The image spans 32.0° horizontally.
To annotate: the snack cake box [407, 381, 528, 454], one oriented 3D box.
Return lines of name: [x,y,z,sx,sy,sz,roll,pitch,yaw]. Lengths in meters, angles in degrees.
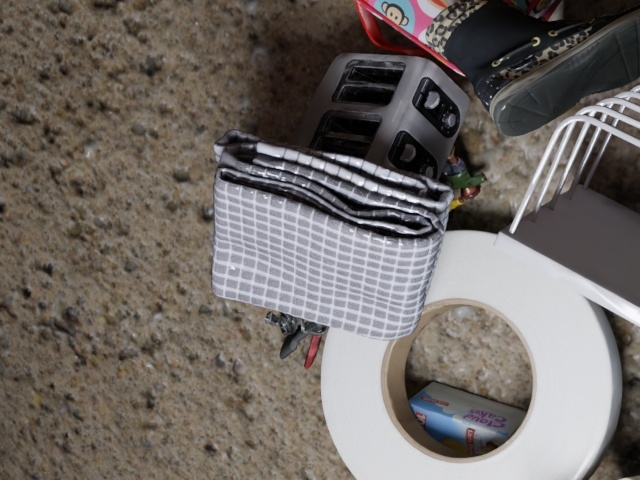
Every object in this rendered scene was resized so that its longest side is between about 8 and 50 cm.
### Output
snack cake box: [0.190,0.347,1.550,0.152,0.089,0.264,16,112,29]

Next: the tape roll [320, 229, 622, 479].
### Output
tape roll: [0.185,0.178,1.434,0.392,0.072,0.391,-2,85,26]

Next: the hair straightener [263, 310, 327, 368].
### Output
hair straightener: [-0.041,0.132,1.558,0.089,0.230,0.047,21,76,1]

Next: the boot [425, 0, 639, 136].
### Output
boot: [0.246,-0.225,1.201,0.178,0.236,0.085,54,170,41]

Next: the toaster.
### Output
toaster: [0.070,-0.139,1.395,0.186,0.110,0.168,12,70,40]

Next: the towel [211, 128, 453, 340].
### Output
towel: [0.000,0.000,1.334,0.284,0.121,0.235,16,147,7]

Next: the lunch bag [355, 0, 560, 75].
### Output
lunch bag: [0.145,-0.335,1.345,0.293,0.120,0.258,41,123,14]

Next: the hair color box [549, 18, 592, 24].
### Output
hair color box: [0.341,-0.224,1.274,0.167,0.093,0.053,6,107,30]

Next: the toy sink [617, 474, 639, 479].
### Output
toy sink: [0.349,0.355,1.273,0.131,0.234,0.152,-32,65,35]

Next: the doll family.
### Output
doll family: [0.123,-0.062,1.467,0.193,0.076,0.111,2,147,38]

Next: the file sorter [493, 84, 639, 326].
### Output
file sorter: [0.351,-0.051,1.212,0.193,0.278,0.173,30,117,21]
